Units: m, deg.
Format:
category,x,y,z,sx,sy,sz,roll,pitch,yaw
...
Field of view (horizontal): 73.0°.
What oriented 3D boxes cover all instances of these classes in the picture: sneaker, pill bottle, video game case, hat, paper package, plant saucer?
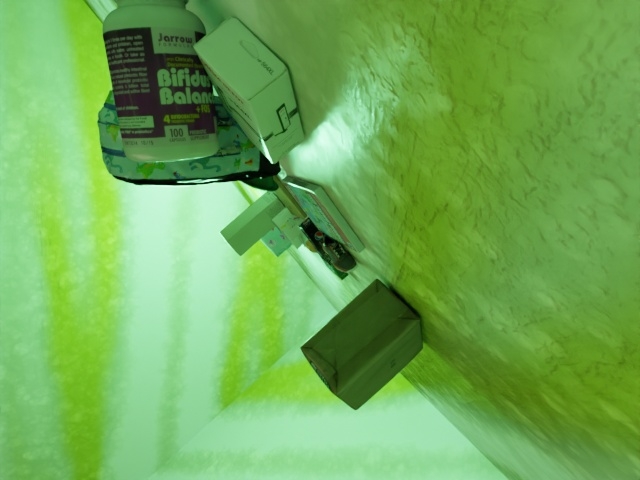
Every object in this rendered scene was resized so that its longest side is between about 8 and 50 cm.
category,x,y,z,sx,sy,sz,roll,pitch,yaw
sneaker,0.051,0.036,1.331,0.158,0.061,0.065,43,164,35
pill bottle,-0.276,-0.297,0.751,0.169,0.169,0.302,-146,49,-63
video game case,-0.001,-0.079,1.175,0.204,0.025,0.285,52,172,-23
hat,-0.178,-0.267,1.290,0.173,0.184,0.208,36,-159,20
paper package,0.136,0.314,1.253,0.168,0.309,0.325,44,170,29
plant saucer,-0.071,-0.020,1.815,0.200,0.037,0.200,47,172,8

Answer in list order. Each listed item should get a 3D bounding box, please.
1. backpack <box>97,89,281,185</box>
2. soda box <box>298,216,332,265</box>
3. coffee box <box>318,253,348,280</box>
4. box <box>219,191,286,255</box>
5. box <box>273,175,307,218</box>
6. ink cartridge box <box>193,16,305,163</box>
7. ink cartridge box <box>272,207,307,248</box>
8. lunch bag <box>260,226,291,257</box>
category,x,y,z,sx,sy,sz,roll,pitch,yaw
backpack,-0.314,-0.233,0.992,0.290,0.355,0.274,37,143,50
soda box,0.000,0.000,1.421,0.169,0.060,0.053,54,170,-27
coffee box,0.032,0.064,1.622,0.113,0.040,0.184,42,169,44
box,-0.273,-0.073,1.791,0.094,0.275,0.113,43,171,46
box,-0.133,-0.165,1.512,0.201,0.021,0.164,53,172,-20
ink cartridge box,-0.115,-0.249,0.748,0.148,0.086,0.203,47,173,17
ink cartridge box,-0.098,-0.044,1.646,0.143,0.090,0.092,45,172,24
lunch bag,-0.228,-0.049,2.132,0.223,0.160,0.262,46,-176,-6
